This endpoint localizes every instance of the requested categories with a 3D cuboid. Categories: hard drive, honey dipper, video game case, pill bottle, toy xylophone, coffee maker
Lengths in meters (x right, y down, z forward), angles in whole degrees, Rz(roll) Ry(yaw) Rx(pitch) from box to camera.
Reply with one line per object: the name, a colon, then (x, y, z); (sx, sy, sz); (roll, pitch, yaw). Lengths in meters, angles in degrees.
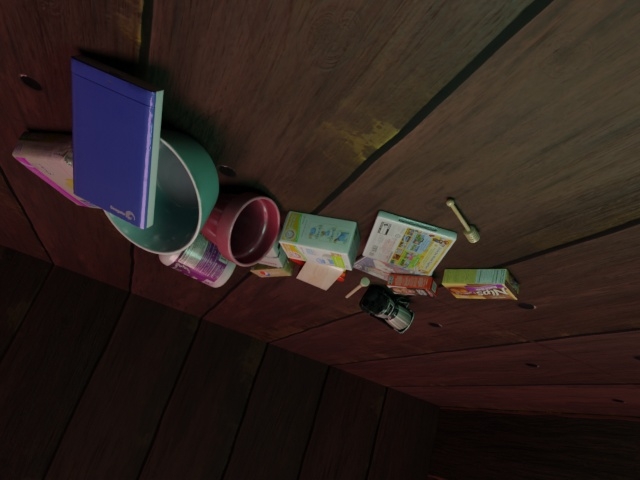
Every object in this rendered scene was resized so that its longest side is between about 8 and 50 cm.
hard drive: (-0.443, -0.203, 1.040); (0.210, 0.040, 0.318); (25, 123, 13)
honey dipper: (0.331, -0.049, 1.126); (0.030, 0.030, 0.161); (-2, 146, 39)
video game case: (0.220, 0.088, 1.522); (0.201, 0.023, 0.183); (23, 157, -12)
pill bottle: (-0.459, 0.036, 1.706); (0.301, 0.169, 0.169); (31, 154, -29)
toy xylophone: (0.029, 0.095, 1.590); (0.236, 0.081, 0.323); (26, 156, -12)
coffee maker: (0.225, 0.249, 1.763); (0.171, 0.120, 0.178); (-5, 148, 44)
video game case: (0.233, 0.012, 1.311); (0.206, 0.026, 0.227); (17, 151, 3)

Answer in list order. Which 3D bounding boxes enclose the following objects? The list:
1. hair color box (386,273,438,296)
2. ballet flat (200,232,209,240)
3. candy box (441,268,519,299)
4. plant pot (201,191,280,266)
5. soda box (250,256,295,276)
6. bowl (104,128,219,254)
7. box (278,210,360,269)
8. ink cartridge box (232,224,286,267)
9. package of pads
hair color box: (0.287, 0.140, 1.509); (0.141, 0.043, 0.072); (2, 154, 34)
ballet flat: (-0.347, -0.045, 1.564); (0.058, 0.084, 0.250); (23, 162, -16)
candy box: (0.462, 0.126, 1.397); (0.187, 0.053, 0.109); (-2, 150, 41)
plant pot: (-0.243, -0.051, 1.349); (0.180, 0.201, 0.201); (23, 163, 32)
soda box: (-0.177, 0.096, 1.783); (0.181, 0.058, 0.061); (-6, 147, 45)
bowl: (-0.368, -0.138, 1.159); (0.312, 0.163, 0.311); (11, 118, 21)
box: (0.000, 0.000, 1.375); (0.203, 0.103, 0.114); (11, 156, 16)
ink cartridge box: (-0.197, -0.003, 1.533); (0.153, 0.086, 0.208); (12, 156, 12)
package of pads: (-0.719, -0.198, 1.449); (0.229, 0.101, 0.296); (8, 156, 23)
